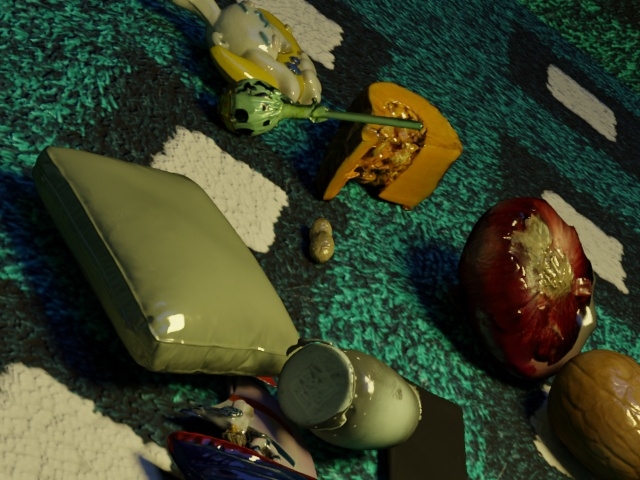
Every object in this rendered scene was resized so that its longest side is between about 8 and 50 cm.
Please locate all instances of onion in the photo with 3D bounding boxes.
[{"bbox_3d":[0.282,0.071,2.180,0.272,0.195,0.272,6,83,-52],"label":"onion"}]

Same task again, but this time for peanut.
[{"bbox_3d":[0.000,0.000,2.068,0.037,0.037,0.083,26,31,-26],"label":"peanut"}]

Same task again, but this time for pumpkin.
[{"bbox_3d":[0.109,-0.121,2.283,0.190,0.139,0.280,34,29,-11],"label":"pumpkin"}]

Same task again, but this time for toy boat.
[{"bbox_3d":[-0.054,0.235,1.631,0.219,0.072,0.318,38,17,0],"label":"toy boat"}]

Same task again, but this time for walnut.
[{"bbox_3d":[0.411,0.249,2.081,0.207,0.167,0.167,49,28,20],"label":"walnut"}]

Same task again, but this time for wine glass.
[{"bbox_3d":[0.036,0.182,1.707,0.111,0.111,0.204,56,12,29],"label":"wine glass"}]

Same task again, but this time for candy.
[{"bbox_3d":[-0.003,-0.181,2.141,0.305,0.083,0.091,8,13,16],"label":"candy"}]

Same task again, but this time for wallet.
[{"bbox_3d":[0.129,0.264,1.843,0.124,0.025,0.244,31,29,-18],"label":"wallet"}]

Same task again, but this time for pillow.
[{"bbox_3d":[-0.176,0.026,1.704,0.255,0.120,0.322,9,36,-48],"label":"pillow"}]

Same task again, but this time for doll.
[{"bbox_3d":[-0.106,-0.296,2.297,0.237,0.111,0.252,-3,59,-53],"label":"doll"}]
